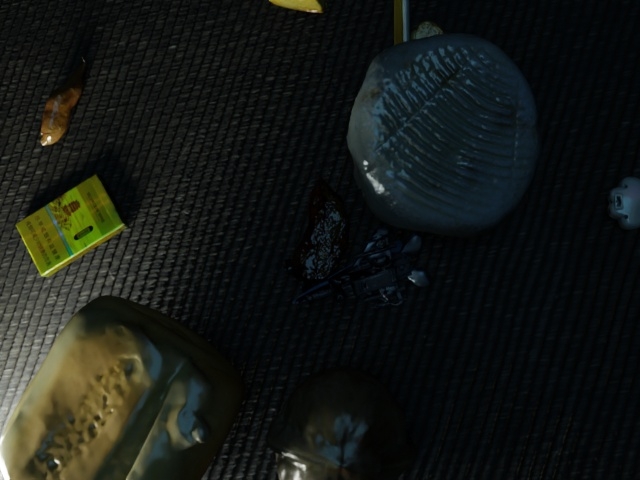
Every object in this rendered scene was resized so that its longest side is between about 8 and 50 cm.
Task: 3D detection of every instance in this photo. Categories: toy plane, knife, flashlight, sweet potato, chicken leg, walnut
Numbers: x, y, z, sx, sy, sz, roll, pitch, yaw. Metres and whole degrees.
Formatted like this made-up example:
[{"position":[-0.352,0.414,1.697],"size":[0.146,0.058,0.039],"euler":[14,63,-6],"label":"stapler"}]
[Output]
[{"position":[0.070,0.069,1.134],"size":[0.246,0.078,0.169],"euler":[-23,120,-13],"label":"toy plane"},{"position":[0.149,-0.355,1.212],"size":[0.027,0.061,0.343],"euler":[-2,94,-13],"label":"knife"},{"position":[0.606,-0.064,1.133],"size":[0.200,0.047,0.093],"euler":[1,84,4],"label":"flashlight"},{"position":[-0.512,-0.278,1.291],"size":[0.056,0.056,0.195],"euler":[23,83,9],"label":"sweet potato"},{"position":[0.000,0.000,1.191],"size":[0.105,0.063,0.234],"euler":[20,84,4],"label":"chicken leg"},{"position":[0.032,0.332,1.064],"size":[0.248,0.248,0.249],"euler":[-1,83,7],"label":"walnut"}]

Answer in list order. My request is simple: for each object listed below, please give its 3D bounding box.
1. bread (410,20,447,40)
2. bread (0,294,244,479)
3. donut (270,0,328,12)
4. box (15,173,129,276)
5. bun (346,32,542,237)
[{"position":[0.202,-0.372,1.218],"size":[0.083,0.046,0.081],"euler":[1,89,5],"label":"bread"},{"position":[-0.331,0.309,1.096],"size":[0.347,0.253,0.376],"euler":[28,86,14],"label":"bread"},{"position":[-0.071,-0.567,1.256],"size":[0.152,0.101,0.259],"euler":[-4,87,12],"label":"donut"},{"position":[-0.487,-0.030,1.268],"size":[0.193,0.030,0.121],"euler":[-31,81,2],"label":"box"},{"position":[0.206,-0.178,1.107],"size":[0.354,0.194,0.355],"euler":[-1,96,-12],"label":"bun"}]
